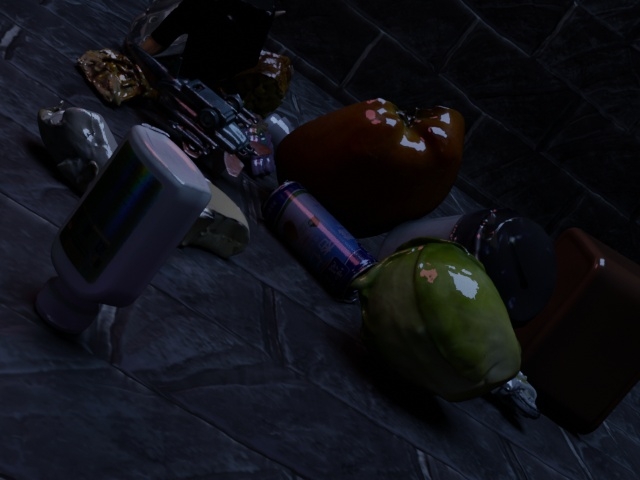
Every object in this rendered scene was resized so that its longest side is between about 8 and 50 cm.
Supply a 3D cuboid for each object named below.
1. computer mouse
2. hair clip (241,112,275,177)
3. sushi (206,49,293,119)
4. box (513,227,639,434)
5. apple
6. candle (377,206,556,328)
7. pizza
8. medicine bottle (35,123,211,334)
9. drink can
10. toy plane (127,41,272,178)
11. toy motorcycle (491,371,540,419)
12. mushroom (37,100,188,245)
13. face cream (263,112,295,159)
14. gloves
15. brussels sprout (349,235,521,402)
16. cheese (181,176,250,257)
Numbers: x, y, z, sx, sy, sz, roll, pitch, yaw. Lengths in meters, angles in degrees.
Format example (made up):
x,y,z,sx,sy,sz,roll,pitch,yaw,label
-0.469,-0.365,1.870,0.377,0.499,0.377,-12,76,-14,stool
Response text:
x,y,z,sx,sy,sz,roll,pitch,yaw,label
-0.238,-0.433,2.237,0.115,0.389,0.199,56,34,-51,computer mouse
-0.155,-0.192,2.129,0.278,0.090,0.137,13,63,-55,hair clip
-0.162,-0.318,2.252,0.167,0.179,0.296,12,-4,-42,sushi
0.523,0.176,2.157,0.229,0.339,0.239,31,15,-16,box
0.105,-0.152,2.040,0.295,0.329,0.365,49,-27,-3,apple
0.239,0.057,1.940,0.221,0.221,0.342,29,-21,-35,candle
-0.376,-0.311,1.976,0.147,0.069,0.226,42,13,5,pizza
-0.210,-0.002,1.094,0.078,0.219,0.115,19,24,-52,medicine bottle
0.000,0.000,1.888,0.235,0.097,0.097,47,16,27,drink can
-0.232,-0.253,1.944,0.326,0.104,0.223,50,36,-1,toy plane
0.327,0.247,1.974,0.229,0.074,0.151,43,12,22,toy motorcycle
-0.284,-0.091,1.459,0.278,0.096,0.099,46,16,13,mushroom
-0.095,-0.228,2.379,0.095,0.091,0.091,46,14,0,face cream
-0.223,-0.376,2.037,0.197,0.301,0.152,22,54,-30,gloves
0.177,0.121,1.665,0.294,0.227,0.259,58,17,24,brussels sprout
-0.197,-0.064,1.634,0.163,0.071,0.249,29,17,-38,cheese
